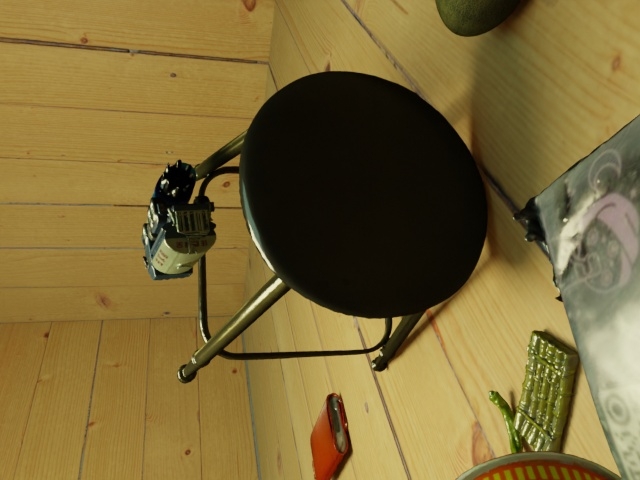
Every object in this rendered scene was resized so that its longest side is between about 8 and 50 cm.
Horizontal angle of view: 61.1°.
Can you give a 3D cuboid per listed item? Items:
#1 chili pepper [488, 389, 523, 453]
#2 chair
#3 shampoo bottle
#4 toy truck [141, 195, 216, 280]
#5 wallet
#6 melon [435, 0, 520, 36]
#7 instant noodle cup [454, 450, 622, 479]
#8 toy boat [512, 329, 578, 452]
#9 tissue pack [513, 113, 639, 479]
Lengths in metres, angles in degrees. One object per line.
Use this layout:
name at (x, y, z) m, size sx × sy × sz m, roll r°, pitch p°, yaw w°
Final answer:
chili pepper at (0.204, 0.205, 0.593) m, size 0.017 × 0.030 × 0.083 m, roll -48°, pitch 46°, yaw 41°
chair at (0.000, 0.000, 0.783) m, size 0.410 × 0.364 × 0.362 m, roll 138°, pitch 131°, yaw -64°
shampoo bottle at (-0.224, -0.054, 0.805) m, size 0.183 × 0.050 × 0.087 m, roll -46°, pitch 16°, yaw 56°
toy truck at (-0.182, -0.002, 0.700) m, size 0.201 × 0.074 × 0.088 m, roll -33°, pitch 66°, yaw 61°
wallet at (0.019, 0.466, 1.256) m, size 0.204 × 0.045 × 0.142 m, roll 106°, pitch 160°, yaw -44°
melon at (0.173, -0.282, 0.582) m, size 0.131 × 0.098 × 0.098 m, roll 112°, pitch 153°, yaw -55°
instant noodle cup at (0.161, 0.268, 0.322) m, size 0.212 × 0.193 × 0.193 m, roll -51°, pitch -36°, yaw -78°
toy boat at (0.224, 0.154, 0.544) m, size 0.063 × 0.016 × 0.115 m, roll -133°, pitch 45°, yaw -69°
tissue pack at (0.260, 0.010, 0.230) m, size 0.361 × 0.122 × 0.259 m, roll 123°, pitch 143°, yaw -60°
